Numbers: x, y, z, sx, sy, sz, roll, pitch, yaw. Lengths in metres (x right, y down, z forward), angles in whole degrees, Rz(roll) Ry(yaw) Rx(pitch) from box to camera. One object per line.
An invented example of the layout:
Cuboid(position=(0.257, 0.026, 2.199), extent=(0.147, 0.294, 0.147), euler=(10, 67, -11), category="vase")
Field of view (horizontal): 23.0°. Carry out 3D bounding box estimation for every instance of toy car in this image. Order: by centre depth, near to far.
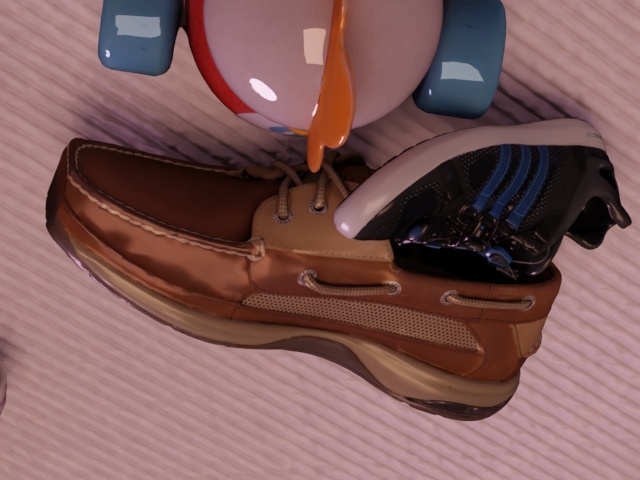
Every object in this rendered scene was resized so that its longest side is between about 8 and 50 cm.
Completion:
Cuboid(position=(-0.003, -0.107, 0.773), extent=(0.219, 0.238, 0.210), euler=(8, 128, -5), category="toy car")

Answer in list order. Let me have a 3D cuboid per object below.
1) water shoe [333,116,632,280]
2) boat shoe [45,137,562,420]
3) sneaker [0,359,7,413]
Cuboid(position=(0.101, -0.018, 0.881), extent=(0.203, 0.080, 0.073), euler=(-15, 161, -38), category="water shoe")
Cuboid(position=(0.000, 0.000, 0.944), extent=(0.324, 0.122, 0.120), euler=(20, 120, -23), category="boat shoe")
Cuboid(position=(-0.275, 0.149, 1.052), extent=(0.152, 0.114, 0.305), euler=(-4, 128, 5), category="sneaker")
